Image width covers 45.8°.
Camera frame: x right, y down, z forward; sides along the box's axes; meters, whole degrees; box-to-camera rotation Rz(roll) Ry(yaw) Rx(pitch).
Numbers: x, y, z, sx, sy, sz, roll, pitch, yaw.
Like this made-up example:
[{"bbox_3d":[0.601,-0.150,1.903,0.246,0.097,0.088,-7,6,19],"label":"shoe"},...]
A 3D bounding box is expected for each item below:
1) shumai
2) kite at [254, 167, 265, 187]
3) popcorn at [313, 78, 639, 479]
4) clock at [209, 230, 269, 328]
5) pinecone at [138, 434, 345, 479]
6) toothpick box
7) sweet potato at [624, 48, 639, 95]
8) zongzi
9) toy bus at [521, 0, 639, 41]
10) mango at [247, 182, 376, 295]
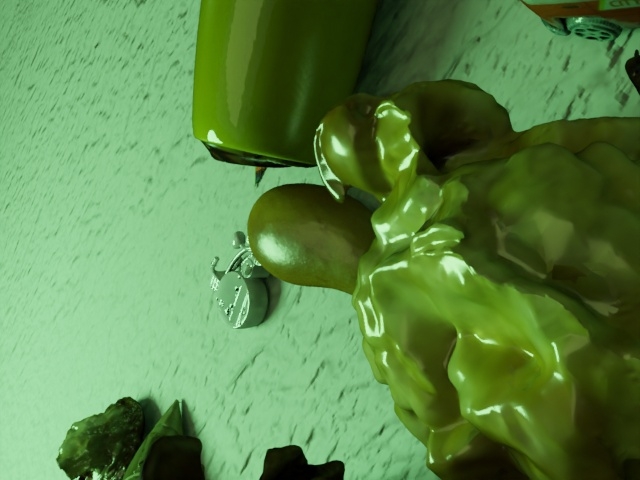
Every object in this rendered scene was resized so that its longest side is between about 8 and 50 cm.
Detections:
[{"bbox_3d":[-0.282,0.269,0.990,0.139,0.105,0.123,-57,11,-28],"label":"shumai"},{"bbox_3d":[-0.055,-0.120,0.872,0.122,0.004,0.090,-52,48,29],"label":"kite"},{"bbox_3d":[0.129,0.028,0.478,0.332,0.225,0.265,44,147,25],"label":"popcorn"},{"bbox_3d":[-0.083,0.035,0.849,0.087,0.041,0.129,49,123,37],"label":"clock"},{"bbox_3d":[-0.019,0.330,0.519,0.384,0.384,0.385,-11,75,47],"label":"pinecone"},{"bbox_3d":[-0.035,-0.205,0.742,0.175,0.175,0.272,21,102,48],"label":"toothpick box"},{"bbox_3d":[0.346,-0.075,0.327,0.422,0.130,0.131,-1,83,54],"label":"sweet potato"},{"bbox_3d":[-0.215,0.317,0.952,0.189,0.081,0.178,118,165,-45],"label":"zongzi"},{"bbox_3d":[0.233,-0.199,0.473,0.265,0.119,0.121,15,94,48],"label":"toy bus"},{"bbox_3d":[0.000,0.000,0.731,0.184,0.084,0.102,23,102,42],"label":"mango"}]
